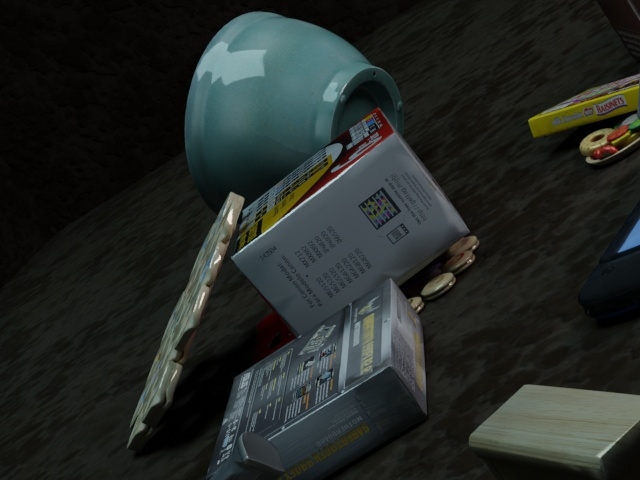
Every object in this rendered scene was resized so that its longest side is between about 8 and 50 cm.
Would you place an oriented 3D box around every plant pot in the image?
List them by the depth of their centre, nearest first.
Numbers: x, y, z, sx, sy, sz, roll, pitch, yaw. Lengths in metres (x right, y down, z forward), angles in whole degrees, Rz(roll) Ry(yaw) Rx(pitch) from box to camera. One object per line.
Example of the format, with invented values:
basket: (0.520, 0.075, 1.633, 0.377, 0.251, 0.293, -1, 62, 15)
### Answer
plant pot: (-0.013, -0.154, 2.047, 0.196, 0.293, 0.293, 9, 39, 36)

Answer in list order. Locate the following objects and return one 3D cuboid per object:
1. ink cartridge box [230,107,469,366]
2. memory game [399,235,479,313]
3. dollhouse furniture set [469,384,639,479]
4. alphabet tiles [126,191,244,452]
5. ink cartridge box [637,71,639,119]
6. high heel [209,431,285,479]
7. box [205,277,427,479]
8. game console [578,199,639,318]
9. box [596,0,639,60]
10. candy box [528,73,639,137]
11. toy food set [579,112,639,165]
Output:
ink cartridge box: (0.000, 0.000, 1.624, 0.272, 0.130, 0.309, -37, 8, 5)
memory game: (0.081, 0.050, 1.539, 0.186, 0.012, 0.186, -34, 11, 8)
dollhouse furniture set: (0.217, 0.079, 0.685, 0.242, 0.161, 0.212, -39, 12, -19)
alphabet tiles: (-0.145, 0.087, 1.662, 0.278, 0.021, 0.284, 122, 168, -53)
ink cartridge box: (0.438, -0.236, 1.344, 0.371, 0.069, 0.176, -35, -25, -6)
high heel: (-0.083, 0.271, 1.041, 0.186, 0.093, 0.261, -54, 18, 22)
box: (0.001, 0.134, 1.322, 0.183, 0.056, 0.231, -32, 12, 11)
game console: (0.304, -0.110, 1.156, 0.250, 0.173, 0.293, -24, 16, 42)
box: (0.407, -0.315, 1.685, 0.203, 0.167, 0.168, -35, 12, 4)
candy box: (0.316, -0.151, 1.595, 0.105, 0.027, 0.206, -24, 5, -28)
toy food set: (0.297, -0.103, 1.518, 0.082, 0.020, 0.083, -33, 12, 10)
